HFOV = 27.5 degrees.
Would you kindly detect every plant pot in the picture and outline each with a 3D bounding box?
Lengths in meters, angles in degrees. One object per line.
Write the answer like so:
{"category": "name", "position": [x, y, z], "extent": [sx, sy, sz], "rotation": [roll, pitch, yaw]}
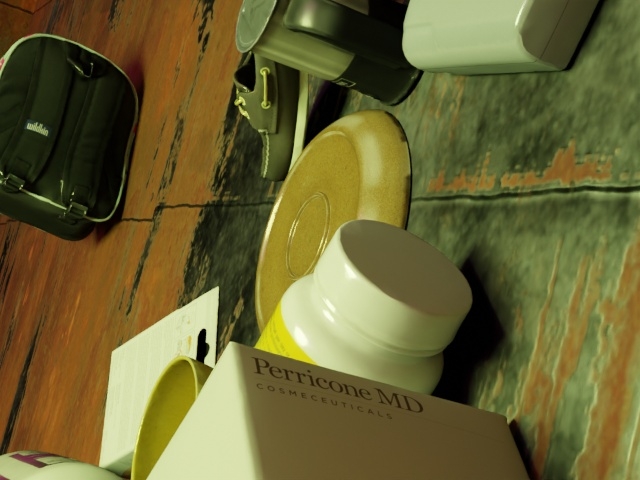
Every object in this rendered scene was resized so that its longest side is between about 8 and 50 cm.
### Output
{"category": "plant pot", "position": [0.000, 0.000, 1.075], "extent": [0.236, 0.032, 0.236], "rotation": [-49, 32, 45]}
{"category": "plant pot", "position": [-0.086, 0.171, 1.067], "extent": [0.134, 0.095, 0.134], "rotation": [-47, 34, 45]}

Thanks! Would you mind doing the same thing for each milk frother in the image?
{"category": "milk frother", "position": [0.026, -0.197, 1.020], "extent": [0.129, 0.135, 0.143], "rotation": [-13, 63, 63]}

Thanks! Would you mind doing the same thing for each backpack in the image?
{"category": "backpack", "position": [-0.371, -0.143, 1.777], "extent": [0.191, 0.225, 0.253], "rotation": [-23, 50, 55]}

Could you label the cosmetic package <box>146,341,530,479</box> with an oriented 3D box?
{"category": "cosmetic package", "position": [0.028, 0.240, 0.637], "extent": [0.155, 0.197, 0.365], "rotation": [-59, 28, 29]}

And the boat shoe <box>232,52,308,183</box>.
{"category": "boat shoe", "position": [-0.043, -0.146, 1.144], "extent": [0.081, 0.069, 0.227], "rotation": [-96, 10, -51]}

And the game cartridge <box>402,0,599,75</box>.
{"category": "game cartridge", "position": [0.152, -0.260, 0.887], "extent": [0.198, 0.062, 0.297], "rotation": [-168, 95, -71]}

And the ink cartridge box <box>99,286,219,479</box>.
{"category": "ink cartridge box", "position": [-0.152, 0.146, 1.333], "extent": [0.179, 0.045, 0.145], "rotation": [-30, 45, 34]}

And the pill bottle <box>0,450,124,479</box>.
{"category": "pill bottle", "position": [-0.259, 0.298, 1.278], "extent": [0.301, 0.169, 0.169], "rotation": [-10, 65, 65]}

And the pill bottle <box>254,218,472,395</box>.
{"category": "pill bottle", "position": [0.009, 0.096, 0.875], "extent": [0.208, 0.119, 0.119], "rotation": [-61, 26, 27]}
